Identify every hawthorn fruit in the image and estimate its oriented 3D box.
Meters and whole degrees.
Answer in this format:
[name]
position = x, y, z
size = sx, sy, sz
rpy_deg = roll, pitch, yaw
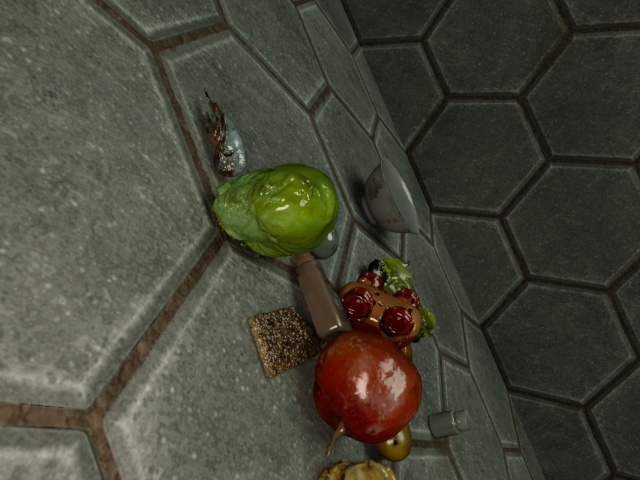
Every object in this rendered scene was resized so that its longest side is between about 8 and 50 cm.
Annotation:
[hawthorn fruit]
position = 0.083, 0.341, 0.943
size = 0.242, 0.242, 0.271
rpy_deg = 53, 49, -27

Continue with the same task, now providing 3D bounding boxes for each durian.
[durian]
position = -0.082, -0.062, 0.932
size = 0.256, 0.340, 0.204
rpy_deg = -5, 92, -40

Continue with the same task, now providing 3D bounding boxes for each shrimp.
[shrimp]
position = -0.230, -0.250, 1.007
size = 0.090, 0.079, 0.232
rpy_deg = 114, -44, -74

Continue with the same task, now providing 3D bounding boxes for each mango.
[mango]
position = 0.190, 0.491, 1.157
size = 0.136, 0.099, 0.227
rpy_deg = 63, 16, 4

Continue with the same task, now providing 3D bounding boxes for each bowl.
[bowl]
position = 0.272, -0.158, 1.832
size = 0.345, 0.157, 0.345
rpy_deg = 46, 30, -38

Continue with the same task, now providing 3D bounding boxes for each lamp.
[lamp]
position = 0.000, 0.000, 1.204
size = 0.105, 0.105, 0.105
rpy_deg = 45, 31, -38

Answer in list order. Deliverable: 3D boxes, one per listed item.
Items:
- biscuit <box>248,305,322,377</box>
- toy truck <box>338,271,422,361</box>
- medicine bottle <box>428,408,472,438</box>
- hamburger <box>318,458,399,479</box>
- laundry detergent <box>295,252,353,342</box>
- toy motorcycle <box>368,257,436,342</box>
[biscuit]
position = -0.066, 0.212, 0.970
size = 0.237, 0.026, 0.131
rpy_deg = -1, 71, -63
[toy truck]
position = 0.156, 0.244, 1.240
size = 0.265, 0.239, 0.189
rpy_deg = 25, 23, 12
[medicine bottle]
position = 0.446, 0.628, 1.505
size = 0.080, 0.130, 0.080
rpy_deg = 45, 32, -39
[hamburger]
position = 0.073, 0.514, 0.887
size = 0.262, 0.124, 0.131
rpy_deg = 41, 16, -51
[laundry detergent]
position = 0.004, 0.142, 1.120
size = 0.237, 0.076, 0.171
rpy_deg = 66, 7, 26
[toy motorcycle]
position = 0.286, 0.197, 1.574
size = 0.206, 0.142, 0.342
rpy_deg = -39, 101, -45
